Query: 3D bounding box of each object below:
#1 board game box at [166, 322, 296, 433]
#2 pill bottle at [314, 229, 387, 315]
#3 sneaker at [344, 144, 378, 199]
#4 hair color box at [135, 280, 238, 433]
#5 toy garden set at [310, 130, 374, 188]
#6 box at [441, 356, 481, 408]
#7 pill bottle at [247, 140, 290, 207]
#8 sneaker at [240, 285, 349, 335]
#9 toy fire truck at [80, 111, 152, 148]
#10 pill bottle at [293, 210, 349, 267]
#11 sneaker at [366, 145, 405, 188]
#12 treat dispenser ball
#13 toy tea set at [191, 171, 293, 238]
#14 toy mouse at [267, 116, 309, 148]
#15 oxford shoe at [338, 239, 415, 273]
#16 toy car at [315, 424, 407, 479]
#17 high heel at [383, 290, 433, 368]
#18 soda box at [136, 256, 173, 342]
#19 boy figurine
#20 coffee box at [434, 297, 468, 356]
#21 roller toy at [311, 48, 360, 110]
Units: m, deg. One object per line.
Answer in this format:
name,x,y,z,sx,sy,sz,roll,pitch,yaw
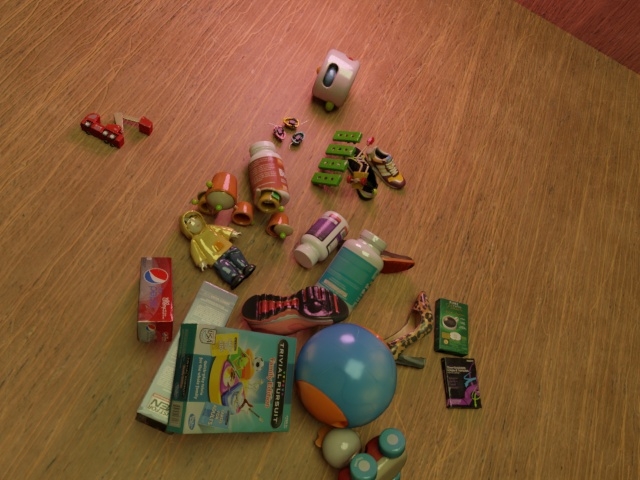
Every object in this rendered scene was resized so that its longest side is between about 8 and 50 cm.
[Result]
board game box,-0.214,0.360,1.366,0.336,0.079,0.253,18,70,-44
pill bottle,0.099,0.098,1.660,0.146,0.146,0.264,35,89,0
sneaker,0.163,-0.263,1.939,0.084,0.097,0.234,-12,70,-24
hair color box,-0.360,0.317,1.433,0.114,0.185,0.374,26,60,-7
toy garden set,0.105,-0.283,1.899,0.204,0.049,0.244,11,63,31
box,0.460,0.465,1.729,0.116,0.029,0.162,5,63,-16
pill bottle,-0.180,-0.222,1.789,0.121,0.121,0.216,-4,67,-20
sneaker,-0.072,0.222,1.576,0.314,0.136,0.116,-2,48,3
toy fire truck,-0.669,-0.378,1.743,0.192,0.047,0.135,27,60,-4
pill bottle,0.000,0.000,1.752,0.108,0.108,0.193,41,59,4
sneaker,0.253,-0.273,1.982,0.185,0.084,0.069,41,60,4
treat dispenser ball,0.071,0.377,1.490,0.288,0.288,0.288,8,63,-15
toy tea set,-0.233,-0.087,1.666,0.336,0.200,0.124,17,52,-16
toy mouse,-0.117,-0.387,1.942,0.161,0.031,0.143,4,64,-17
oxford shoe,0.194,0.047,1.805,0.271,0.097,0.098,9,57,-15
toy car,0.097,0.586,1.482,0.210,0.219,0.238,-31,50,-28
high heel,0.266,0.274,1.714,0.186,0.093,0.261,16,70,-18
soda box,-0.459,0.159,1.474,0.092,0.083,0.263,2,38,-18
boy figurine,-0.326,0.014,1.647,0.177,0.092,0.285,-41,86,-27
coffee box,0.446,0.295,1.799,0.113,0.040,0.184,13,62,-13
roller toy,0.054,-0.625,2.021,0.146,0.191,0.209,24,60,-5
